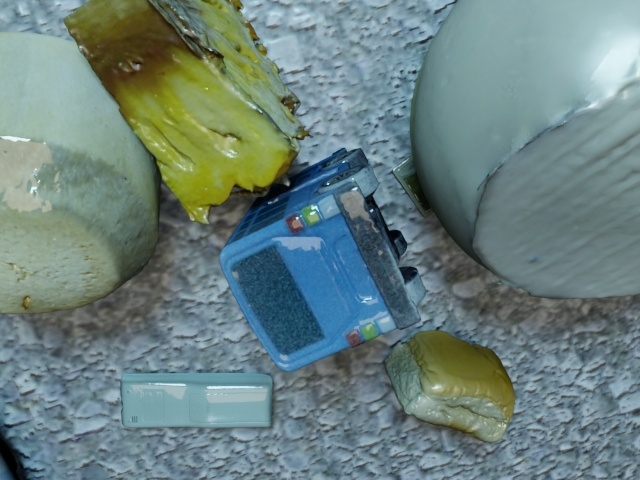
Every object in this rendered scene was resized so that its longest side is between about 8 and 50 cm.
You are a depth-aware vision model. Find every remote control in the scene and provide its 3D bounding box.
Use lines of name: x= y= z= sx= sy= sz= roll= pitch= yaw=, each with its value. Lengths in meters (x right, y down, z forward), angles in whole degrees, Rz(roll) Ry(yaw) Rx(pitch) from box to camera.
remote control: x=-0.133 y=0.175 z=0.601 sx=0.162 sy=0.029 sz=0.061 roll=0 pitch=100 yaw=-6

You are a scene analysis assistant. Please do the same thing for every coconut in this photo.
coconut: x=-0.233 y=-0.060 z=0.460 sx=0.202 sy=0.222 sz=0.202 roll=-8 pitch=144 yaw=-6

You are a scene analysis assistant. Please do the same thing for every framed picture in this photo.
framed picture: x=0.128 y=-0.075 z=0.589 sx=0.089 sy=0.006 sz=0.066 roll=-36 pitch=104 yaw=2

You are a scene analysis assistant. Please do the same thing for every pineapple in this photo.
pineapple: x=-0.106 y=-0.140 z=0.456 sx=0.114 sy=0.186 sz=0.236 roll=-29 pitch=71 yaw=16

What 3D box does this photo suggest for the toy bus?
toy bus: x=0.000 y=0.000 z=0.480 sx=0.133 sy=0.234 sz=0.116 roll=-26 pitch=103 yaw=8

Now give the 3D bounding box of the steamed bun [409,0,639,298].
steamed bun: x=0.222 y=-0.125 z=0.472 sx=0.309 sy=0.309 sz=0.309 roll=-1 pitch=102 yaw=-6

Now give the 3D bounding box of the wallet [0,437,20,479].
wallet: x=-0.386 y=0.232 z=0.566 sx=0.170 sy=0.069 sz=0.231 roll=-21 pitch=99 yaw=16

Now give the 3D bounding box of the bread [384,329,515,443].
bread: x=0.141 y=0.148 z=0.587 sx=0.125 sy=0.106 sz=0.082 roll=22 pitch=99 yaw=-12
